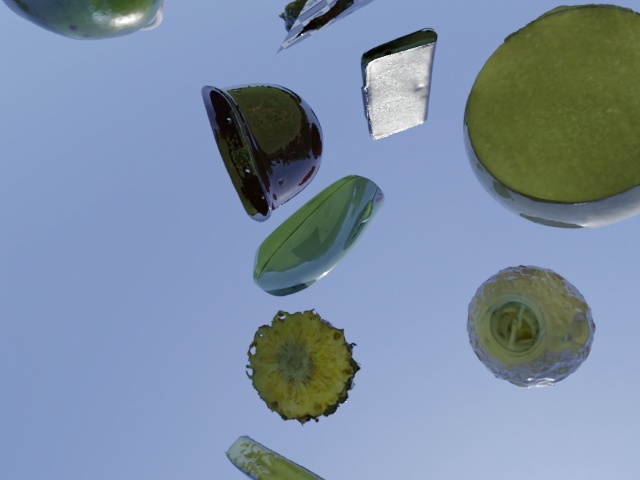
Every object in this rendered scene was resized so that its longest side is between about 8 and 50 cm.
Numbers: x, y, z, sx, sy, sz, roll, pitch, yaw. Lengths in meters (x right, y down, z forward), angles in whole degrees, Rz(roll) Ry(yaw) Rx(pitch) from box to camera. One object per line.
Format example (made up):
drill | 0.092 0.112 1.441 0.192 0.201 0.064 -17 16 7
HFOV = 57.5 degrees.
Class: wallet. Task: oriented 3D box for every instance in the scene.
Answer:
wallet | 0.179 -0.351 1.357 0.173 0.318 0.045 -20 -113 0

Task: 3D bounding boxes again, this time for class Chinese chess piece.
Chinese chess piece | 0.387 -0.184 0.884 0.338 0.141 0.337 -8 -106 27

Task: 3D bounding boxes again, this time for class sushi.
sushi | 0.046 -0.478 1.079 0.294 0.059 0.292 -34 -172 -16

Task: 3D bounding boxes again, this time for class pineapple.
pineapple | -0.026 0.284 1.401 0.263 0.272 0.262 0 -94 6

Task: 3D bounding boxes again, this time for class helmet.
helmet | -0.049 -0.108 0.623 0.106 0.154 0.175 -23 -170 -11

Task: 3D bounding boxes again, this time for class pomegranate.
pomegranate | -0.237 -0.316 0.574 0.187 0.225 0.187 14 -148 -9

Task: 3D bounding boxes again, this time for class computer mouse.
computer mouse | 0.002 0.005 1.070 0.288 0.159 0.097 -37 -124 11

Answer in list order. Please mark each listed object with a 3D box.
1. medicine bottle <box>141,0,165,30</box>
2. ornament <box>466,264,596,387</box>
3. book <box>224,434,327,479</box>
medicine bottle | -0.392 -0.643 1.276 0.131 0.130 0.340 -2 -106 20
ornament | 0.444 0.181 1.234 0.260 0.225 0.259 -4 -97 36
book | 0.108 0.366 0.577 0.039 0.428 0.300 -49 -159 -25
